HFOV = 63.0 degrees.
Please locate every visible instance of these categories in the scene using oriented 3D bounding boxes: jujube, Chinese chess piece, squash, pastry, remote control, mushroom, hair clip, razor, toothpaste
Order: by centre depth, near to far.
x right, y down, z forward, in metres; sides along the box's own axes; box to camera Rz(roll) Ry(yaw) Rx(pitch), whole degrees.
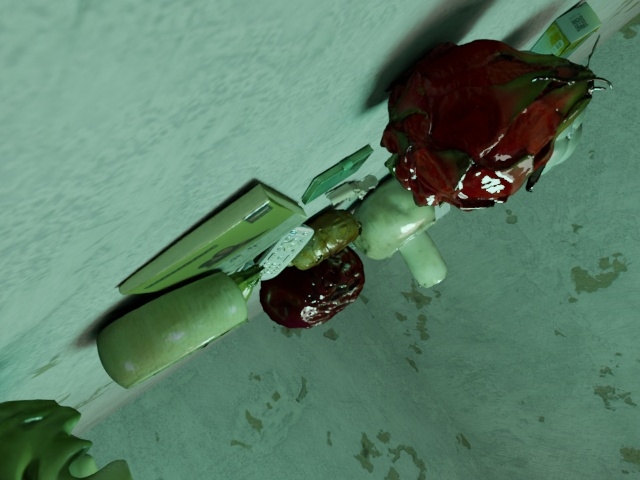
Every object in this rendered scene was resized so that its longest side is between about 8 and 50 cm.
[{"bbox_3d":[-0.243,0.148,0.877,0.250,0.101,0.250,-29,175,-3],"label":"Chinese chess piece"},{"bbox_3d":[-0.233,0.146,1.164,0.341,0.094,0.094,-38,175,36],"label":"squash"},{"bbox_3d":[0.074,-0.115,1.175,0.072,0.034,0.226,-43,171,21],"label":"hair clip"},{"bbox_3d":[0.531,-0.433,1.224,0.089,0.071,0.313,-33,175,-2],"label":"toothpaste"},{"bbox_3d":[-0.099,0.028,1.225,0.073,0.044,0.229,10,139,-33],"label":"remote control"},{"bbox_3d":[-0.209,0.107,1.240,0.211,0.036,0.084,-41,175,42],"label":"razor"},{"bbox_3d":[0.000,0.000,1.327,0.229,0.100,0.218,-34,174,-12],"label":"pastry"},{"bbox_3d":[-0.021,0.119,1.544,0.258,0.258,0.377,-40,167,29],"label":"jujube"},{"bbox_3d":[0.265,-0.026,1.570,0.314,0.336,0.314,-34,-178,1],"label":"mushroom"}]

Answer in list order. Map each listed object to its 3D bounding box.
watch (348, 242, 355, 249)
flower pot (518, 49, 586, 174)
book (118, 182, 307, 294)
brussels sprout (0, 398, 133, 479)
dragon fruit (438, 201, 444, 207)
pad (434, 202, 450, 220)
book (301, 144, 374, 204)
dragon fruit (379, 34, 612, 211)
[{"bbox_3d":[0.044,0.043,1.864,0.241,0.162,0.253,-50,175,8],"label":"watch"},{"bbox_3d":[0.378,-0.234,1.007,0.195,0.246,0.246,-62,174,1],"label":"flower pot"},{"bbox_3d":[-0.144,0.010,0.840,0.239,0.035,0.352,-34,175,5],"label":"book"},{"bbox_3d":[-0.446,0.406,0.629,0.425,0.342,0.361,-42,174,40],"label":"brussels sprout"},{"bbox_3d":[0.306,-0.194,1.266,0.172,0.172,0.209,-33,154,-35],"label":"dragon fruit"},{"bbox_3d":[0.334,-0.177,1.453,0.004,0.232,0.156,-1,-166,28],"label":"pad"},{"bbox_3d":[0.032,-0.119,0.949,0.135,0.017,0.103,-35,175,-24],"label":"book"},{"bbox_3d":[0.211,-0.164,0.668,0.293,0.233,0.234,-34,176,17],"label":"dragon fruit"}]
